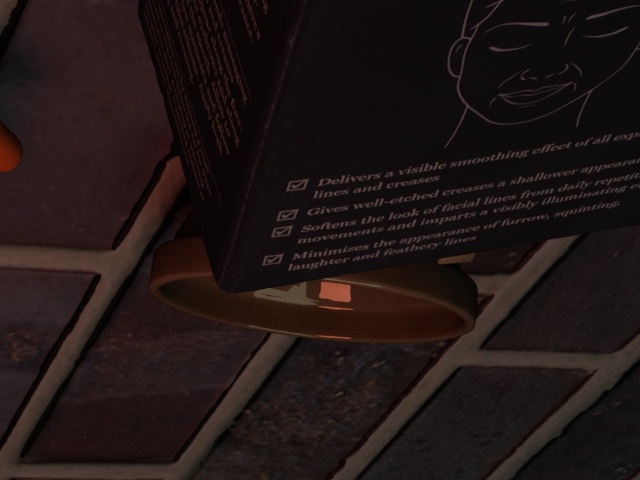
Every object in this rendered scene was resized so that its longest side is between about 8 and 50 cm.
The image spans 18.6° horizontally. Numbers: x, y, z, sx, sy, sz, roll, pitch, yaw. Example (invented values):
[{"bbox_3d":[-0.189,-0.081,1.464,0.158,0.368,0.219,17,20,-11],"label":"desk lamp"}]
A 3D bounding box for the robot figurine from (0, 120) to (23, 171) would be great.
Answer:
[{"bbox_3d":[-0.291,-0.049,1.248,0.158,0.128,0.219,-47,150,-11],"label":"robot figurine"}]

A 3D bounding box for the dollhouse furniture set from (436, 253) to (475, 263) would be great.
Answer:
[{"bbox_3d":[0.138,-0.087,1.315,0.123,0.151,0.144,-4,150,-15],"label":"dollhouse furniture set"}]

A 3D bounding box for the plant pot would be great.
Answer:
[{"bbox_3d":[0.000,0.000,1.414,0.237,0.110,0.237,7,167,2],"label":"plant pot"}]

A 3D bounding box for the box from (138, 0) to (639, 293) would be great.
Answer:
[{"bbox_3d":[0.085,-0.171,1.036,0.293,0.212,0.395,-9,153,-18],"label":"box"}]
